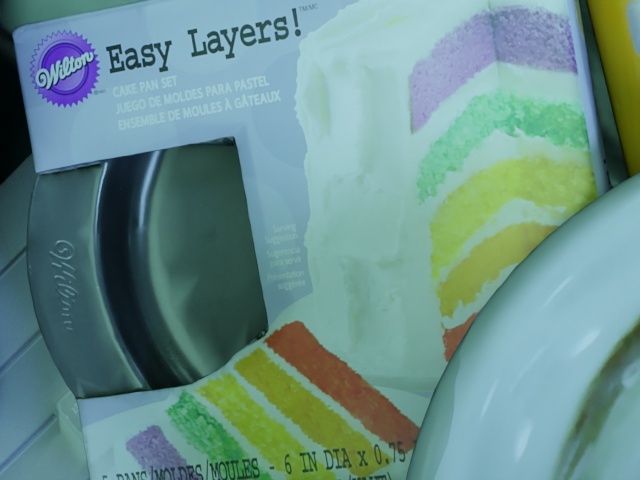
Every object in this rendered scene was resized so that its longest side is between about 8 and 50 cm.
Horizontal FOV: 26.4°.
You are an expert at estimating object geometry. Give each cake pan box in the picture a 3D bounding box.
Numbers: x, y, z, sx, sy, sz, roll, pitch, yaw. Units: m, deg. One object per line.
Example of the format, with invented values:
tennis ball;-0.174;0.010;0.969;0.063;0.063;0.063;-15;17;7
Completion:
cake pan box;0.000;0.000;0.619;0.266;0.070;0.246;-7;91;16

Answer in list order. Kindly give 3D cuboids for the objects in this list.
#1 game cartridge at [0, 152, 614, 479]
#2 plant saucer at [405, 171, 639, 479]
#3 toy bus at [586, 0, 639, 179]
game cartridge;-0.051;0.021;0.704;0.355;0.068;0.230;-43;86;9
plant saucer;0.228;0.129;0.454;0.400;0.100;0.400;-4;51;5
toy bus;0.189;-0.110;0.624;0.130;0.108;0.333;-14;89;14
